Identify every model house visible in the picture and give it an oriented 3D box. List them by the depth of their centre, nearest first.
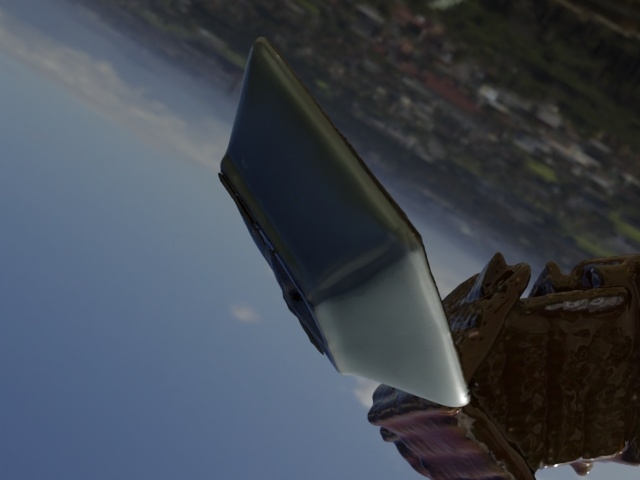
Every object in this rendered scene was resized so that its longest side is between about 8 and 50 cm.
[{"bbox_3d":[0.143,0.117,1.120,0.229,0.220,0.199,-4,-179,-26],"label":"model house"}]

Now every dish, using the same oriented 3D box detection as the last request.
[{"bbox_3d":[0.000,0.000,0.926,0.243,0.080,0.182,56,173,44],"label":"dish"}]
